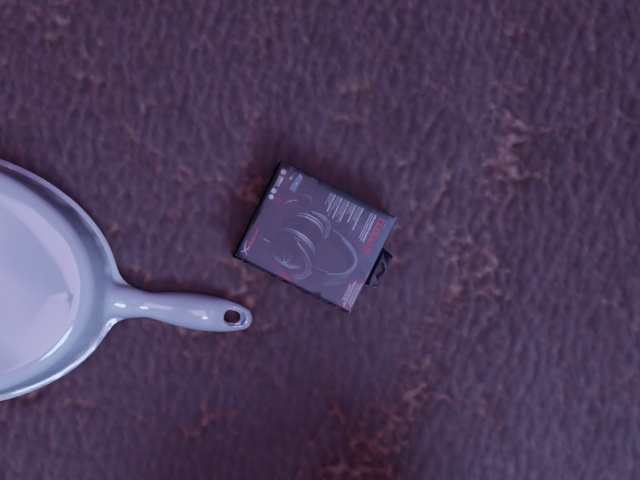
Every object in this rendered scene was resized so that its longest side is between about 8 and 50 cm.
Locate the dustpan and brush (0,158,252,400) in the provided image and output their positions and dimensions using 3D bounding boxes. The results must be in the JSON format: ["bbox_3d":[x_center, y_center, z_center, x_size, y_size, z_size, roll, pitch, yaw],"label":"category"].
[{"bbox_3d":[-0.144,0.031,1.024,0.211,0.060,0.147,8,90,1],"label":"dustpan and brush"}]

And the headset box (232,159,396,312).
[{"bbox_3d":[0.000,0.000,1.045,0.083,0.032,0.062,27,86,-3],"label":"headset box"}]
